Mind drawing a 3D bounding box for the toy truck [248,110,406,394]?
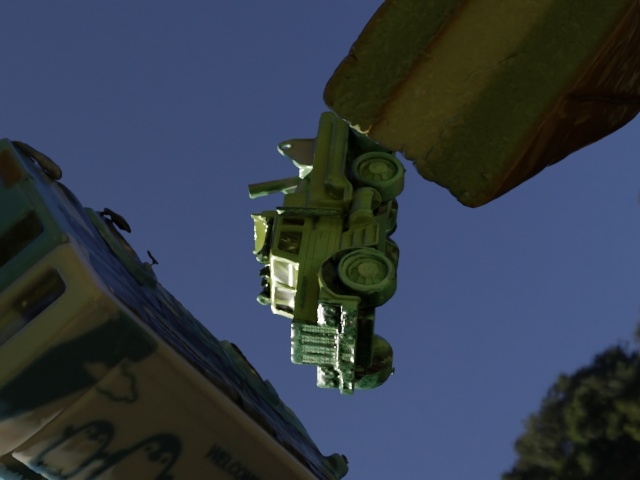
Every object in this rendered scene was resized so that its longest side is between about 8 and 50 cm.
[{"bbox_3d":[0.003,0.002,1.013,0.260,0.135,0.128,-89,-1,-47],"label":"toy truck"}]

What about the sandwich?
[{"bbox_3d":[0.106,-0.085,0.702,0.144,0.117,0.187,-53,-21,2],"label":"sandwich"}]

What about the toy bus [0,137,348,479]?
[{"bbox_3d":[-0.085,0.085,0.595,0.106,0.131,0.297,-40,-43,-1],"label":"toy bus"}]
